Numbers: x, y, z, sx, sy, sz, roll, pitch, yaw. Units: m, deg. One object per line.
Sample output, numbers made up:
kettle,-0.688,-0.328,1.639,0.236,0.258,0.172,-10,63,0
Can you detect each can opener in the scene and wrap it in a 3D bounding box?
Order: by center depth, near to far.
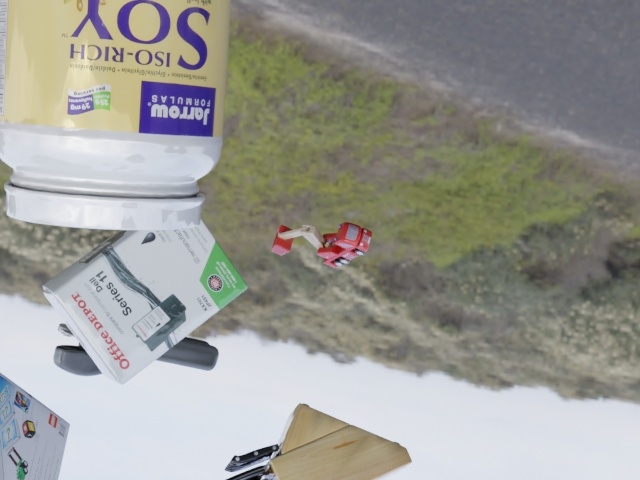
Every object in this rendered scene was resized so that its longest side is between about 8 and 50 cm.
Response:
can opener,-0.307,0.183,1.729,0.280,0.093,0.074,11,-176,-30

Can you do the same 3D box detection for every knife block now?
knife block,-0.022,0.394,1.634,0.275,0.242,0.088,23,155,-3

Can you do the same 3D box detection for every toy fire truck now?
toy fire truck,0.000,0.000,2.010,0.135,0.047,0.192,24,155,-19

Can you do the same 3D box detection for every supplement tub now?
supplement tub,-0.216,-0.187,1.084,0.241,0.332,0.241,4,-174,0

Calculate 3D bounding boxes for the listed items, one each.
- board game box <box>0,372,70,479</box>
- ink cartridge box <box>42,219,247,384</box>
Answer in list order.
board game box,-0.431,0.333,1.358,0.053,0.305,0.193,-17,136,23
ink cartridge box,-0.224,0.061,1.334,0.153,0.208,0.087,56,162,-16
